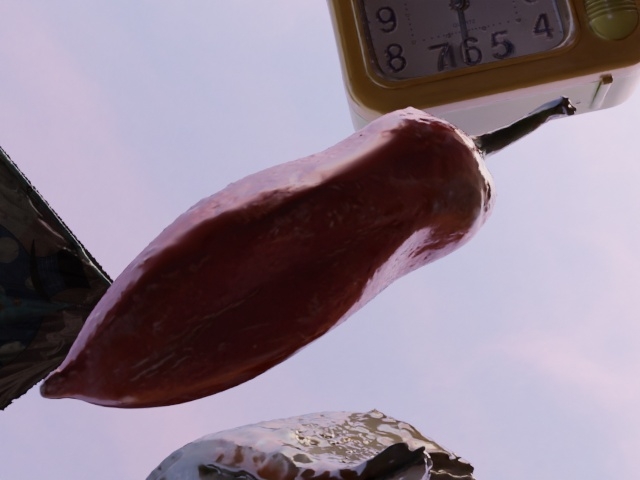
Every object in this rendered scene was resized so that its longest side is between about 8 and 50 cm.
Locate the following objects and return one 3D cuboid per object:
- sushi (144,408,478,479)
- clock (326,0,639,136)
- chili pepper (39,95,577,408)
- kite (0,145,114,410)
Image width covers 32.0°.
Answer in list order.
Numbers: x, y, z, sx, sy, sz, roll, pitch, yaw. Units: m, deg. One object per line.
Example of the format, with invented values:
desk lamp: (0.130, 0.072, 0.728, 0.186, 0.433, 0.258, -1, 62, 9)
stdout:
sushi: (-0.049, 0.131, 0.420, 0.134, 0.273, 0.109, -11, -132, -39)
clock: (0.109, -0.148, 0.745, 0.202, 0.096, 0.143, -12, -104, 3)
chili pepper: (0.000, 0.001, 0.346, 0.191, 0.050, 0.059, -28, -52, -20)
kite: (-0.312, 0.033, 0.816, 0.368, 0.014, 0.406, 9, -104, -21)
